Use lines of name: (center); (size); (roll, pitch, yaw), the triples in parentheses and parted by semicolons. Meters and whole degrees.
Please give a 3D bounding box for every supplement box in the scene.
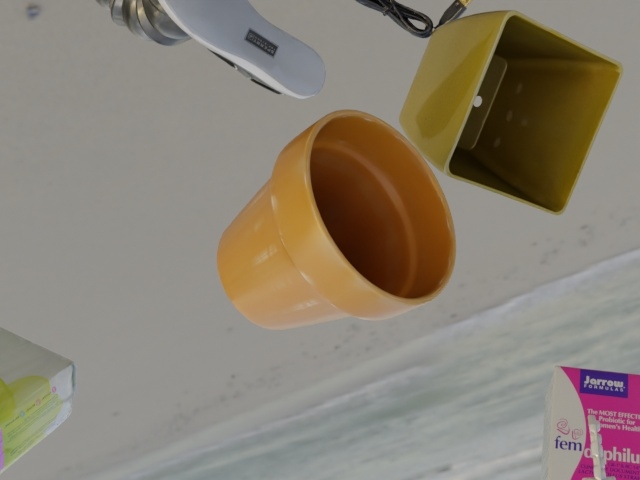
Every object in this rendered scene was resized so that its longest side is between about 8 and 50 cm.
supplement box: (0.308, 0.266, 1.201); (0.111, 0.220, 0.114); (5, 151, 9)

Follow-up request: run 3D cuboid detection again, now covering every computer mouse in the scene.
computer mouse: (0.179, -0.440, 1.658); (0.262, 0.184, 0.060); (-51, -169, 19)

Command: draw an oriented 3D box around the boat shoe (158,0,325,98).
boat shoe: (-0.097, -0.232, 1.182); (0.228, 0.080, 0.076); (30, 168, -25)

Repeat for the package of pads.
package of pads: (-0.464, 0.204, 1.282); (0.296, 0.229, 0.101); (-43, 150, -54)

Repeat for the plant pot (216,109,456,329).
plant pot: (0.000, 0.000, 1.078); (0.205, 0.205, 0.188); (1, 157, -46)

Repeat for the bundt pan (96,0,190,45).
bundt pan: (-0.276, -0.443, 1.651); (0.124, 0.331, 0.331); (-42, 178, -29)

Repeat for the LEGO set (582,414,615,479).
LEGO set: (0.102, 0.162, 0.358); (0.182, 0.060, 0.244); (-30, -147, -28)

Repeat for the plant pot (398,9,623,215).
plant pot: (0.227, -0.181, 1.399); (0.212, 0.212, 0.187); (16, -170, -33)
